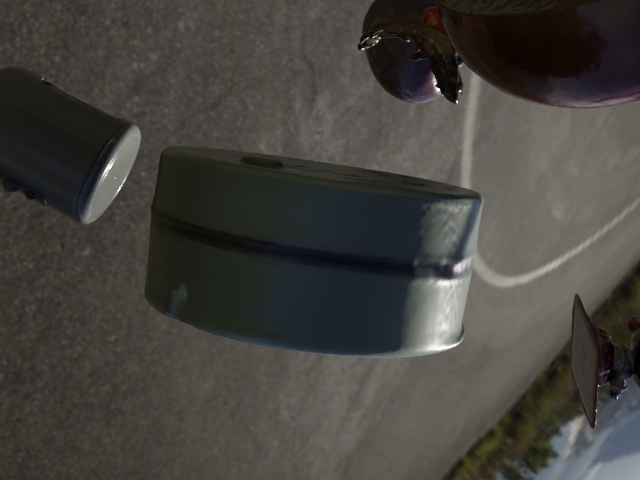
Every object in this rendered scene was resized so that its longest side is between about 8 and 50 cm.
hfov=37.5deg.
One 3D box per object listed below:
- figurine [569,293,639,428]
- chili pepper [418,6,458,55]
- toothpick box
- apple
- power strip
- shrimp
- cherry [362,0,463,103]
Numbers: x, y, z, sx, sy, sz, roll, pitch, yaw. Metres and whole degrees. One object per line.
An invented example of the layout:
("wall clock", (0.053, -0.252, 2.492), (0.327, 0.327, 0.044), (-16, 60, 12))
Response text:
("figurine", (0.530, 0.184, 1.501), (0.183, 0.226, 0.160), (-85, 171, -63))
("chili pepper", (0.196, -0.339, 1.541), (0.192, 0.084, 0.086), (-5, 151, -4))
("toothpick box", (-0.518, -0.178, 1.722), (0.229, 0.316, 0.229), (-62, -179, 2))
("apple", (0.330, -0.297, 1.048), (0.295, 0.365, 0.328), (14, 98, -36))
("power strip", (0.000, 0.000, 0.979), (0.357, 0.358, 0.161), (-5, 105, -62))
("shrimp", (0.128, -0.257, 1.336), (0.195, 0.148, 0.035), (-97, -160, -47))
("cherry", (0.188, -0.377, 1.815), (0.184, 0.266, 0.213), (4, 128, -53))
